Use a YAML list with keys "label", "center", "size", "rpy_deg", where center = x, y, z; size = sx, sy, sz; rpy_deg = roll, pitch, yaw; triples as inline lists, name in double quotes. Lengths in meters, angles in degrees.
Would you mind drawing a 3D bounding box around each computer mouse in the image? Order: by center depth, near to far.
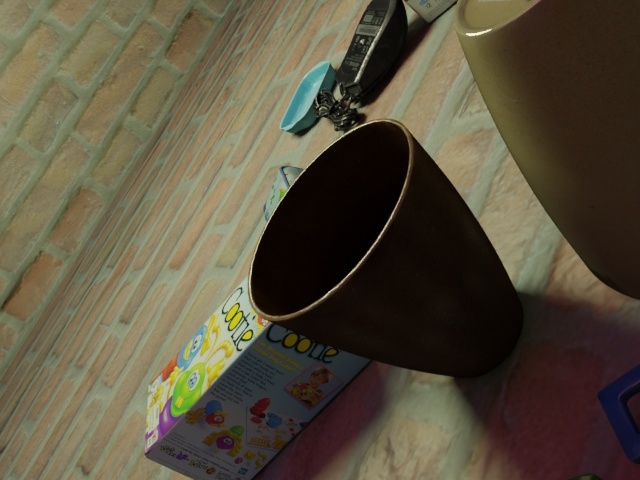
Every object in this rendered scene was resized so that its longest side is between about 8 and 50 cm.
- label: "computer mouse"
  center: [0.090, -0.334, 1.296]
  size: [0.272, 0.072, 0.188]
  rpy_deg: [-62, 26, 13]

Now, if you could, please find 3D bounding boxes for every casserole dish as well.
- label: "casserole dish"
  center: [-0.023, -0.300, 1.469]
  size: [0.114, 0.037, 0.188]
  rpy_deg: [-14, 48, 53]

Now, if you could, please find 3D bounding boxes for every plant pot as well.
- label: "plant pot"
  center: [0.243, -0.129, 0.559]
  size: [0.256, 0.274, 0.257]
  rpy_deg: [-40, 29, 28]
- label: "plant pot"
  center: [0.085, 0.036, 0.675]
  size: [0.215, 0.230, 0.215]
  rpy_deg: [-38, 31, 28]

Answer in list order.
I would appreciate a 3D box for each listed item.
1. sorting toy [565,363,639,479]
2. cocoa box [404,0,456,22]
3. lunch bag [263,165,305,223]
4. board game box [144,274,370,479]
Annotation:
- label: "sorting toy"
  center: [0.262, 0.211, 0.390]
  size: [0.196, 0.047, 0.348]
  rpy_deg: [-53, 26, 13]
- label: "cocoa box"
  center: [0.207, -0.621, 1.246]
  size: [0.231, 0.228, 0.347]
  rpy_deg: [-32, 34, 38]
- label: "lunch bag"
  center: [0.023, -0.008, 0.899]
  size: [0.219, 0.176, 0.090]
  rpy_deg: [-115, 44, -59]
- label: "board game box"
  center: [-0.088, 0.172, 0.902]
  size: [0.275, 0.144, 0.142]
  rpy_deg: [-47, 27, 14]
